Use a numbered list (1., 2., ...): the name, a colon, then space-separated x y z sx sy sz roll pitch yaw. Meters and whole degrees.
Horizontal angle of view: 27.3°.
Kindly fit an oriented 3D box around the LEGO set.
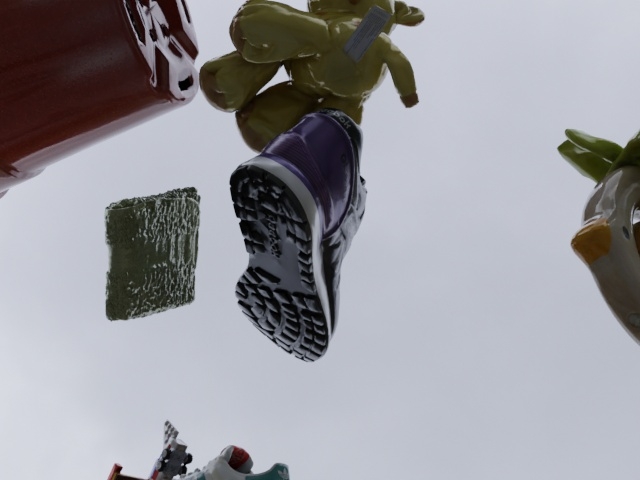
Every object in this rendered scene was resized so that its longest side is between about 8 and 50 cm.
1. LEGO set: -0.199 0.309 1.379 0.244 0.060 0.182 -26 -58 -24

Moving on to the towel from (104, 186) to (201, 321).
1. towel: -0.145 0.012 1.143 0.027 0.148 0.110 6 -80 21

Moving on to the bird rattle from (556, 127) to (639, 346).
1. bird rattle: 0.273 0.017 1.023 0.143 0.207 0.253 -21 -74 42

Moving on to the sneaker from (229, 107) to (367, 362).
1. sneaker: 0.000 0.000 1.176 0.107 0.283 0.124 33 -120 19

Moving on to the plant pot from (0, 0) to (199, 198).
1. plant pot: -0.286 -0.200 1.393 0.265 0.272 0.272 -16 -72 16

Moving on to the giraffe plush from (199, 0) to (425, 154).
1. giraffe plush: 0.008 -0.190 1.250 0.210 0.170 0.181 -32 -67 32

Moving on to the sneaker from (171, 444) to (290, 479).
1. sneaker: -0.086 0.206 1.086 0.057 0.161 0.075 28 -111 -47
